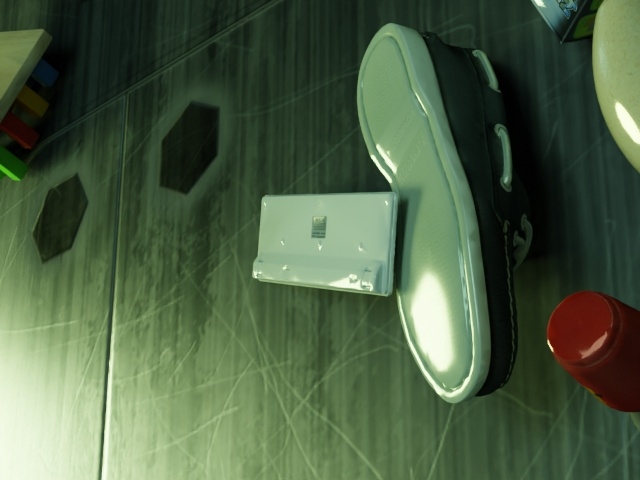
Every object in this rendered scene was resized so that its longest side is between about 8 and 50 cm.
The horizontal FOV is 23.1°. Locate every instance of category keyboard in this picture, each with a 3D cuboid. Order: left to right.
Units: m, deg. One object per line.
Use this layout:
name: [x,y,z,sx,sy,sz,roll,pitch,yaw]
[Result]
keyboard: [0.000,0.000,1.190,0.256,0.014,0.072,-177,97,-67]

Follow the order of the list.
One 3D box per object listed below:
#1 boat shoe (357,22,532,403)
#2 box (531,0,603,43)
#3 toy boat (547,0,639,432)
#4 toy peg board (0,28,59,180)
boat shoe: [0.102,-0.026,1.085,0.114,0.091,0.302,129,141,-51]
box: [0.189,-0.243,1.043,0.114,0.036,0.207,61,147,27]
toy boat: [0.246,-0.035,0.902,0.267,0.148,0.318,29,88,46]
toy peg board: [-0.351,-0.139,1.697,0.161,0.079,0.160,6,62,50]
